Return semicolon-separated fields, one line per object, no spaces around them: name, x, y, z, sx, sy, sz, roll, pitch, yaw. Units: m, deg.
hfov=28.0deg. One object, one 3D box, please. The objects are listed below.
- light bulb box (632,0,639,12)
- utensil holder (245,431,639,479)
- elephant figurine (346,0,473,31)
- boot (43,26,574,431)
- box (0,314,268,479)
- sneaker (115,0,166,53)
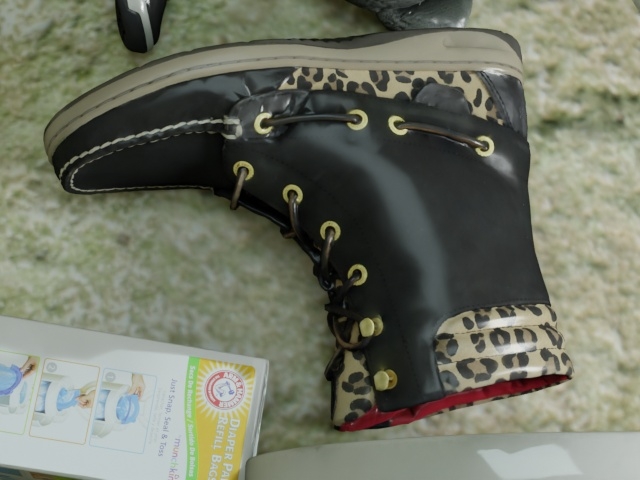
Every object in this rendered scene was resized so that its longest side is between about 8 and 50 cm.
light bulb box;0.341;-0.378;0.990;0.358;0.225;0.361;-19;75;-40
utensil holder;0.121;0.322;0.783;0.328;0.327;0.385;-1;75;-6
elephant figurine;0.077;-0.240;1.044;0.239;0.186;0.169;-43;126;-5
boot;0.000;0.000;0.964;0.378;0.138;0.284;-8;75;-14
box;-0.146;0.128;0.917;0.203;0.114;0.103;10;72;-3
sneaker;-0.117;-0.264;1.049;0.097;0.084;0.234;4;74;-6
